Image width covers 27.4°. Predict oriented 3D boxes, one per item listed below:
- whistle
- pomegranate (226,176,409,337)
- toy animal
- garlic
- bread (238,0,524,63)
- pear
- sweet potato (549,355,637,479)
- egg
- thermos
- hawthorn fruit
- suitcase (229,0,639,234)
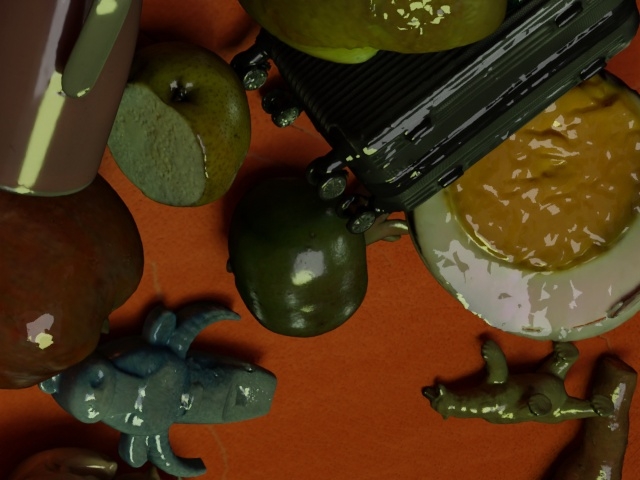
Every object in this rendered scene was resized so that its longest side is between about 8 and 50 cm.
[{"bbox_3d":[-0.157,0.146,1.308,0.269,0.093,0.180,7,98,-34],"label":"whistle"},{"bbox_3d":[0.000,0.000,1.257,0.191,0.131,0.152,-35,135,-30],"label":"pomegranate"},{"bbox_3d":[0.235,0.183,1.570,0.218,0.103,0.101,2,150,-35],"label":"toy animal"},{"bbox_3d":[-0.223,0.312,1.338,0.203,0.185,0.281,-36,133,19],"label":"garlic"},{"bbox_3d":[0.030,-0.298,0.896,0.251,0.208,0.377,9,129,18],"label":"bread"},{"bbox_3d":[-0.110,-0.102,1.097,0.104,0.141,0.141,-40,143,-33],"label":"pear"},{"bbox_3d":[0.346,0.320,1.726,0.109,0.109,0.385,0,126,-29],"label":"sweet potato"},{"bbox_3d":[0.194,-0.047,1.284,0.286,0.174,0.264,18,90,-19],"label":"egg"},{"bbox_3d":[-0.190,-0.171,0.961,0.145,0.176,0.265,5,126,-34],"label":"thermos"},{"bbox_3d":[-0.272,-0.002,1.068,0.251,0.199,0.199,41,103,-20],"label":"hawthorn fruit"},{"bbox_3d":[0.097,-0.169,1.104,0.312,0.202,0.128,-38,145,5],"label":"suitcase"}]
